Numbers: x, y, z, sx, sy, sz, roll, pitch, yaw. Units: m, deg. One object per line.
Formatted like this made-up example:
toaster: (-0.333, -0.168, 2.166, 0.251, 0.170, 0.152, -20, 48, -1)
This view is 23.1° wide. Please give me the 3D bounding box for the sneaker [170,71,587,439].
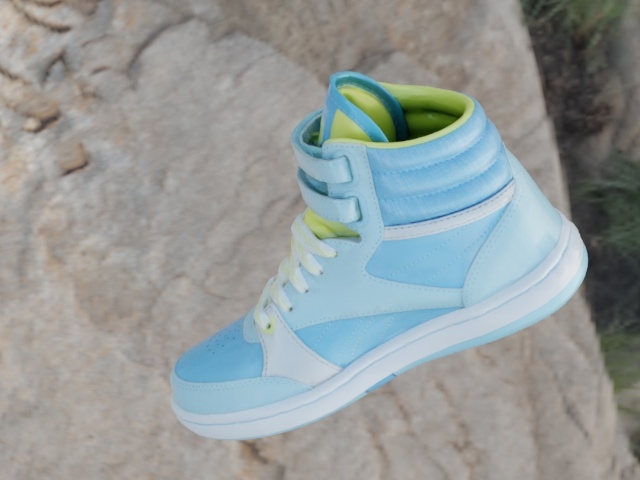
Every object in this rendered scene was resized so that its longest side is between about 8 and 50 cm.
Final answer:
sneaker: (0.000, 0.000, 1.081, 0.319, 0.127, 0.208, -26, 118, 13)
